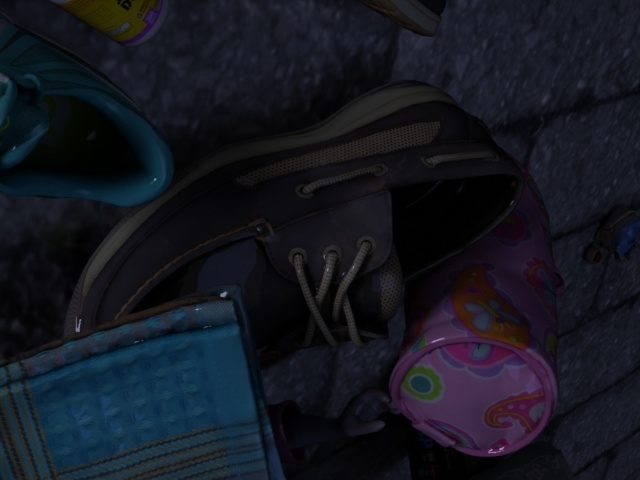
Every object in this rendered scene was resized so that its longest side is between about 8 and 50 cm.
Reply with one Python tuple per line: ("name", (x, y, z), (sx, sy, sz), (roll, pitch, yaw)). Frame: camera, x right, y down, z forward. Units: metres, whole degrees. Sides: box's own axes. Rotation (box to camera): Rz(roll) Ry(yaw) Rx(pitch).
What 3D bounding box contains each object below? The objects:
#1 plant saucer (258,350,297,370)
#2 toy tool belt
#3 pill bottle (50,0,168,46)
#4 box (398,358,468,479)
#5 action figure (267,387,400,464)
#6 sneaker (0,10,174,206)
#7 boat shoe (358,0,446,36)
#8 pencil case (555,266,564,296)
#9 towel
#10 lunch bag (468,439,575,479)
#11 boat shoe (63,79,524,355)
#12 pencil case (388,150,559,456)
("plant saucer", (-0.039, 0.009, 0.748), (0.199, 0.036, 0.198), (-27, 134, -33))
("toy tool belt", (0.362, 0.000, 1.177), (0.083, 0.051, 0.052), (-51, 142, -8))
("pill bottle", (-0.125, -0.142, 0.535), (0.083, 0.043, 0.043), (27, 95, -53))
("box", (0.117, 0.247, 0.962), (0.051, 0.220, 0.175), (-7, 131, 3))
("action figure", (-0.064, 0.230, 0.793), (0.248, 0.276, 0.370), (-47, 123, -22))
("sneaker", (-0.181, -0.078, 0.465), (0.275, 0.110, 0.107), (14, 105, -51))
("boat shoe", (0.005, -0.217, 0.583), (0.285, 0.103, 0.092), (27, 99, -47))
("pencil case", (0.200, 0.112, 1.045), (0.098, 0.095, 0.209), (2, 118, -17))
("towel", (-0.188, 0.200, 0.557), (0.370, 0.040, 0.271), (-17, 113, -14))
("lunch bag", (0.207, 0.406, 1.207), (0.235, 0.169, 0.286), (-14, 118, -38))
("boat shoe", (0.000, 0.000, 0.646), (0.355, 0.130, 0.132), (-34, 137, -28))
("pencil case", (0.124, 0.037, 0.777), (0.284, 0.124, 0.124), (-77, 171, -56))
